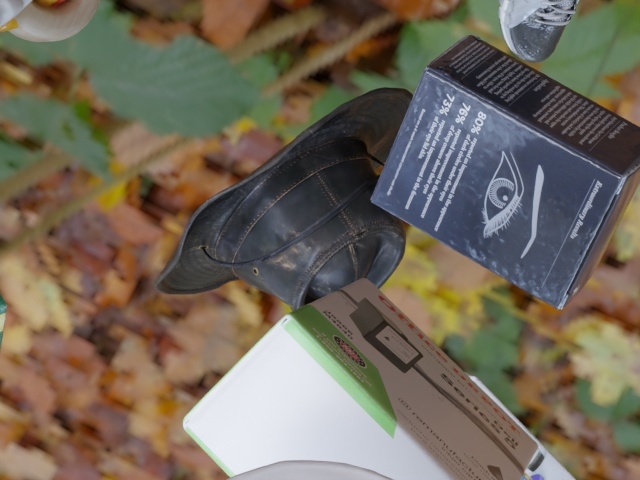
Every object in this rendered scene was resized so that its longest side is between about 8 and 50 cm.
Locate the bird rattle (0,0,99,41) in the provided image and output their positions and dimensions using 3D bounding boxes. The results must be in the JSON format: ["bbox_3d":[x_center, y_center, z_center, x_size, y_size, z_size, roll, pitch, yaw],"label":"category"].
[{"bbox_3d":[-0.269,-0.291,1.782,0.143,0.207,0.253,-1,-175,26],"label":"bird rattle"}]

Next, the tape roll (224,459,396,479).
[{"bbox_3d":[-0.004,0.266,1.010,0.286,0.286,0.100,33,140,-17],"label":"tape roll"}]

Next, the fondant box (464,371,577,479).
[{"bbox_3d":[0.157,0.314,1.999,0.330,0.238,0.096,46,170,-32],"label":"fondant box"}]

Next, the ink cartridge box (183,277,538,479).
[{"bbox_3d":[0.039,0.142,1.360,0.198,0.115,0.273,45,-168,5],"label":"ink cartridge box"}]

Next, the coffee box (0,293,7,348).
[{"bbox_3d":[-0.277,0.013,1.322,0.184,0.040,0.113,58,149,26],"label":"coffee box"}]

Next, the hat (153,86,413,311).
[{"bbox_3d":[0.000,0.000,1.813,0.134,0.331,0.331,52,164,12],"label":"hat"}]

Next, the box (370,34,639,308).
[{"bbox_3d":[0.174,-0.063,1.691,0.207,0.108,0.153,31,123,13],"label":"box"}]

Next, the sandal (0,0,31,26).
[{"bbox_3d":[-0.324,-0.141,1.157,0.102,0.416,0.169,-22,91,35],"label":"sandal"}]

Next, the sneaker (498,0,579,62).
[{"bbox_3d":[0.270,-0.277,2.097,0.132,0.086,0.229,48,146,44],"label":"sneaker"}]
